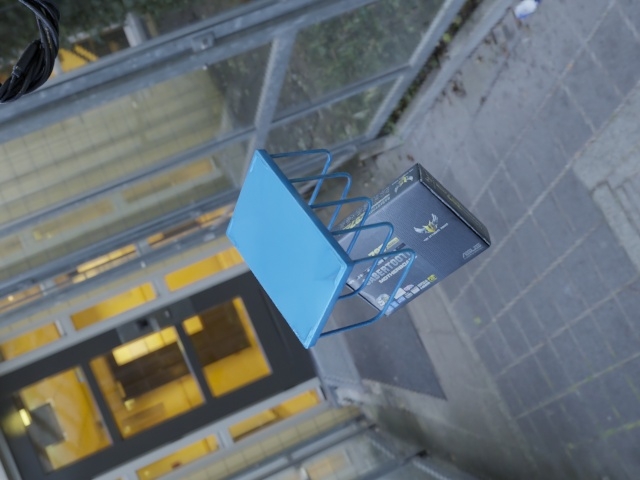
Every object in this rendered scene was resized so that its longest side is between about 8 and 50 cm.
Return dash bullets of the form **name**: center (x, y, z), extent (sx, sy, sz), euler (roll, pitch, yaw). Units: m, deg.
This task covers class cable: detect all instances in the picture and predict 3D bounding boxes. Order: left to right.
- **cable**: center (-0.397, -0.245, 1.086), extent (0.047, 0.184, 0.150), euler (-11, 105, 59)

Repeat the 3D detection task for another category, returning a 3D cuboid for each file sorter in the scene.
- **file sorter**: center (0.000, 0.000, 0.912), extent (0.170, 0.104, 0.118), euler (53, 137, 31)

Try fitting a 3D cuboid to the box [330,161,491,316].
- **box**: center (0.134, 0.005, 1.470), extent (0.183, 0.233, 0.059), euler (41, -154, -26)
